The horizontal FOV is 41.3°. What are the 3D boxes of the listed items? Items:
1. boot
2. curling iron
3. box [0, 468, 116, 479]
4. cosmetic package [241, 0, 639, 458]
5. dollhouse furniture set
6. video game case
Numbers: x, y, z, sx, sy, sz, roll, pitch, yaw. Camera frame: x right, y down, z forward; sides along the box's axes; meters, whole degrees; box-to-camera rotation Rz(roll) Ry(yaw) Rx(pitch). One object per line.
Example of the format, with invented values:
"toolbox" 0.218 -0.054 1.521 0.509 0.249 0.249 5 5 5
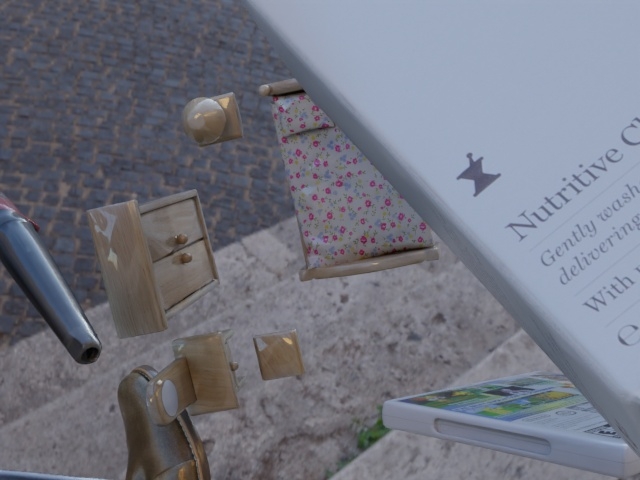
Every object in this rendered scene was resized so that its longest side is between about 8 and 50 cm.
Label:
"boot" -0.173 0.274 0.861 0.115 0.112 0.305 -7 65 -30
"curling iron" -0.210 0.000 0.575 0.035 0.068 0.274 -24 41 -32
"box" -0.154 0.332 0.331 0.212 0.293 0.395 11 23 -18
"cosmetic package" 0.129 -0.090 0.465 0.217 0.156 0.385 -41 52 2
"dollhouse furniture set" 0.000 0.000 0.770 0.355 0.303 0.174 -11 7 12
"video game case" 0.290 0.199 0.978 0.329 0.036 0.300 -1 1 -43
